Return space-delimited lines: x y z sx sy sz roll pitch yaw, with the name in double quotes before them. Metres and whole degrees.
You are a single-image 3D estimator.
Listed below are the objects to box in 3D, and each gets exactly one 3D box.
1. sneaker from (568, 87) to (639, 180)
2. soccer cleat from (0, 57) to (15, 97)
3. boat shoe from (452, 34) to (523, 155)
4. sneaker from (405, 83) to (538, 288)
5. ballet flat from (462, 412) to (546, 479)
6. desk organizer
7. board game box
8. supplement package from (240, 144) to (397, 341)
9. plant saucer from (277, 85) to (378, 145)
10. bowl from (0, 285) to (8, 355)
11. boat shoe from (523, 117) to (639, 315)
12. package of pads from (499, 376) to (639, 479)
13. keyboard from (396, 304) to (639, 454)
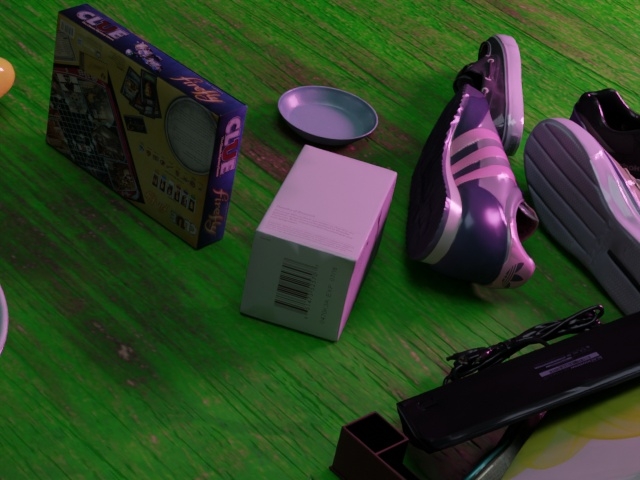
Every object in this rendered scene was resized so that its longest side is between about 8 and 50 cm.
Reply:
"sneaker" 0.390 -0.072 1.906 0.283 0.124 0.107 33 40 28
"soccer cleat" -0.434 -0.125 1.782 0.289 0.093 0.121 -22 77 -46
"boat shoe" 0.199 -0.182 2.059 0.076 0.080 0.228 10 41 -6
"sneaker" 0.173 -0.053 1.849 0.131 0.112 0.319 26 36 -9
"ballet flat" 0.175 0.198 1.510 0.052 0.057 0.168 43 42 6
"desk organizer" 0.070 0.209 1.460 0.047 0.050 0.130 -20 45 -39
"board game box" -0.187 -0.121 1.760 0.243 0.165 0.042 34 40 29
"supplement package" 0.000 0.000 1.696 0.105 0.105 0.179 16 35 7
"plant saucer" 0.007 -0.143 1.981 0.119 0.021 0.119 9 34 -6
"bowl" -0.411 0.117 1.342 0.312 0.163 0.311 9 33 -6
"boat shoe" 0.324 -0.017 1.844 0.094 0.109 0.302 3 43 -36
"package of pads" 0.301 0.195 1.394 0.297 0.101 0.229 -13 18 35
"keyboard" 0.221 0.114 1.554 0.317 0.033 0.201 -19 16 -4
